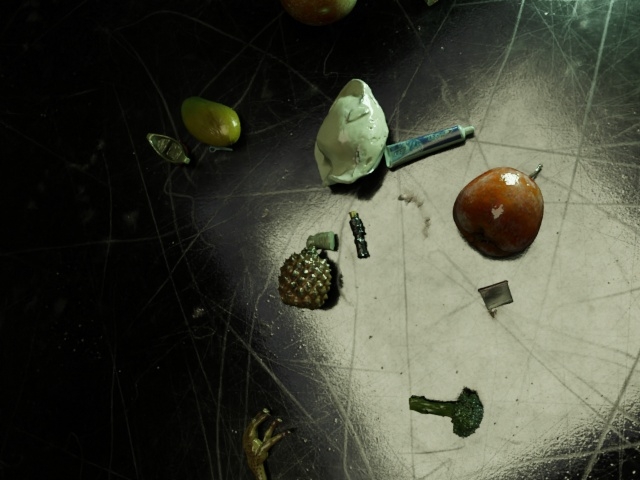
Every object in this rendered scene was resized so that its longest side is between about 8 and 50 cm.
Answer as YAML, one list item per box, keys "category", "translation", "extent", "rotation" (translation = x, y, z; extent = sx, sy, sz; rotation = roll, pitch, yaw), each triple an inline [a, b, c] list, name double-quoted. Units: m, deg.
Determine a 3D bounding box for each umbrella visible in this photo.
- category: "umbrella"
  translation: [0.111, -0.018, 1.760]
  extent: [0.040, 0.037, 0.143]
  rotation: [-17, 81, 27]

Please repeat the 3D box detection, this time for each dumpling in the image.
- category: "dumpling"
  translation: [0.080, -0.299, 1.766]
  extent: [0.243, 0.187, 0.318]
  rotation: [-12, 67, 54]

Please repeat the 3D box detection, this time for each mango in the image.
- category: "mango"
  translation: [-0.360, -0.380, 1.915]
  extent: [0.238, 0.091, 0.137]
  rotation: [21, 83, 23]

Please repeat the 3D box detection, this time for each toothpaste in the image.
- category: "toothpaste"
  translation: [0.315, -0.282, 1.735]
  extent: [0.268, 0.047, 0.069]
  rotation: [-17, 91, 17]

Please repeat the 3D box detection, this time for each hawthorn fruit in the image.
- category: "hawthorn fruit"
  translation: [0.466, -0.088, 1.564]
  extent: [0.231, 0.235, 0.262]
  rotation: [5, 92, 15]

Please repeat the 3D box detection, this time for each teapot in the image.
- category: "teapot"
  translation: [0.000, 0.000, 1.784]
  extent: [0.083, 0.057, 0.067]
  rotation: [-6, 44, 18]

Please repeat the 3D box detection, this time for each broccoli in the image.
- category: "broccoli"
  translation: [0.336, 0.463, 1.615]
  extent: [0.204, 0.122, 0.118]
  rotation: [2, 68, 30]

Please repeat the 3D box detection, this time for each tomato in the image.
- category: "tomato"
  translation: [-0.002, -0.783, 1.795]
  extent: [0.270, 0.222, 0.270]
  rotation: [1, 93, 9]

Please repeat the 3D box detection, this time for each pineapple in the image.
- category: "pineapple"
  translation: [-0.046, 0.103, 1.731]
  extent: [0.166, 0.166, 0.193]
  rotation: [10, 79, 17]

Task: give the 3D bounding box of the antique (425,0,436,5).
- category: "antique"
  translation: [0.333, -0.802, 1.741]
  extent: [0.147, 0.148, 0.152]
  rotation: [-33, 75, 9]

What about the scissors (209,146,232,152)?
- category: "scissors"
  translation: [-0.324, -0.300, 1.936]
  extent: [0.083, 0.006, 0.036]
  rotation: [11, 88, 17]

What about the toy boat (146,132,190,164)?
- category: "toy boat"
  translation: [-0.487, -0.296, 1.947]
  extent: [0.185, 0.071, 0.089]
  rotation: [32, 93, 18]

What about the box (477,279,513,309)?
- category: "box"
  translation: [0.480, 0.149, 1.626]
  extent: [0.085, 0.060, 0.063]
  rotation: [-20, 86, 12]

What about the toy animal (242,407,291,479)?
- category: "toy animal"
  translation: [-0.169, 0.637, 1.747]
  extent: [0.149, 0.054, 0.275]
  rotation: [9, 83, 14]
